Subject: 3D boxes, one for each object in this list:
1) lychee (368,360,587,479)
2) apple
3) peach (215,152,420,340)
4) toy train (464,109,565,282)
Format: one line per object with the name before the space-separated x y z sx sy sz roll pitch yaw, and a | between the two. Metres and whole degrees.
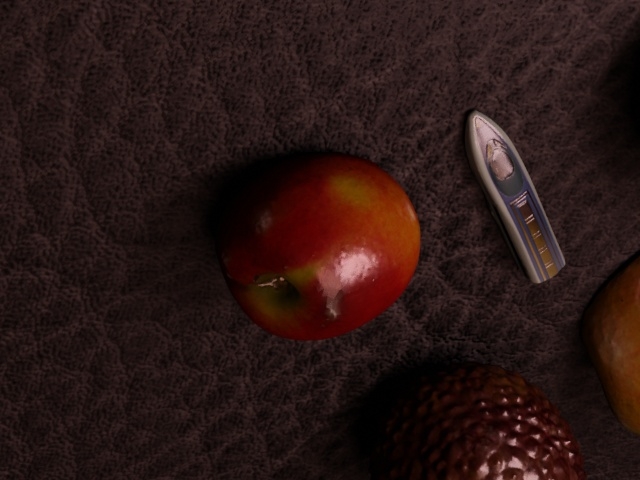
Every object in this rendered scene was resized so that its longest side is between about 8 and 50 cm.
lychee | 0.189 0.270 2.110 0.260 0.260 0.260 -14 131 -17
apple | 0.492 0.095 2.185 0.346 0.179 0.254 -30 96 -3
peach | 0.000 0.000 1.876 0.196 0.226 0.190 -21 106 37
toy train | 0.213 -0.049 1.998 0.055 0.048 0.252 -33 134 -2
